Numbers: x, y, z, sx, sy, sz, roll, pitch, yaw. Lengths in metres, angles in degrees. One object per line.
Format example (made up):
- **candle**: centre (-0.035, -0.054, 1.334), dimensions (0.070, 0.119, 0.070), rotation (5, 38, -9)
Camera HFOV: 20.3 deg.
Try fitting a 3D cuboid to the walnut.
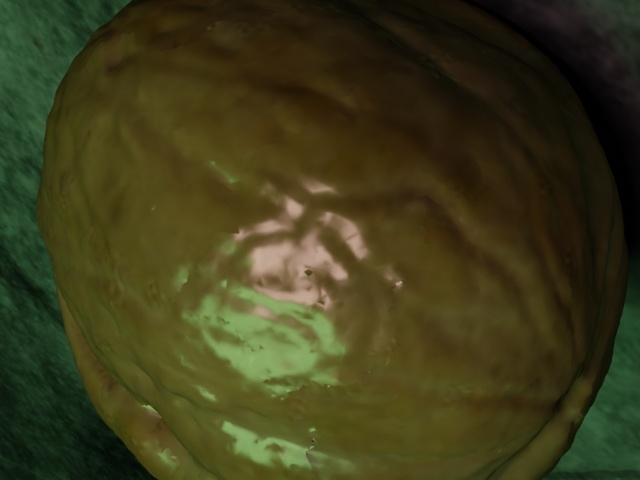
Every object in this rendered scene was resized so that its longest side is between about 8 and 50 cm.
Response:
- **walnut**: centre (0.000, 0.000, 0.947), dimensions (0.332, 0.333, 0.333), rotation (29, 147, 21)
